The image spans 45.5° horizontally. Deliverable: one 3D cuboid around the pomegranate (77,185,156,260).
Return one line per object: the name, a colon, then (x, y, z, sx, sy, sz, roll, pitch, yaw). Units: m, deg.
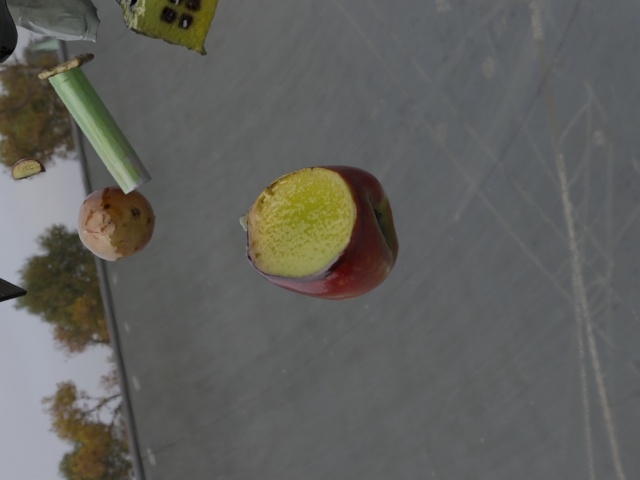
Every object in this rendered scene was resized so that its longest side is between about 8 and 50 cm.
pomegranate: (-0.494, -0.039, 1.852, 0.191, 0.191, 0.191, 166, 90, -79)

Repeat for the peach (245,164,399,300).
peach: (0.000, 0.000, 1.396, 0.248, 0.275, 0.245, -73, -33, -43)

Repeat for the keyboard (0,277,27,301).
keyboard: (-0.748, 0.053, 1.531, 0.381, 0.103, 0.041, 25, 112, 27)

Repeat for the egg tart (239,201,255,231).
egg tart: (-0.110, -0.059, 1.946, 0.197, 0.197, 0.078, -125, 35, -62)

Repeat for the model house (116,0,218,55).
model house: (-0.261, -0.500, 1.439, 0.234, 0.175, 0.193, -55, 37, 24)

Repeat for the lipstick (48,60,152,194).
lipstick: (-0.479, -0.244, 1.659, 0.304, 0.076, 0.076, 58, 171, -9)

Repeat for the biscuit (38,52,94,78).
biscuit: (-0.435, -0.300, 1.308, 0.083, 0.081, 0.018, -86, -24, -70)

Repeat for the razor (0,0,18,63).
razor: (-0.666, -0.450, 1.329, 0.349, 0.113, 0.204, 51, -161, -77)

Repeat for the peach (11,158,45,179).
peach: (-0.741, -0.183, 1.930, 0.083, 0.077, 0.050, -4, 101, 43)

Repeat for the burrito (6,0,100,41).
burrito: (-0.675, -0.525, 1.621, 0.101, 0.445, 0.139, 21, 104, 44)
